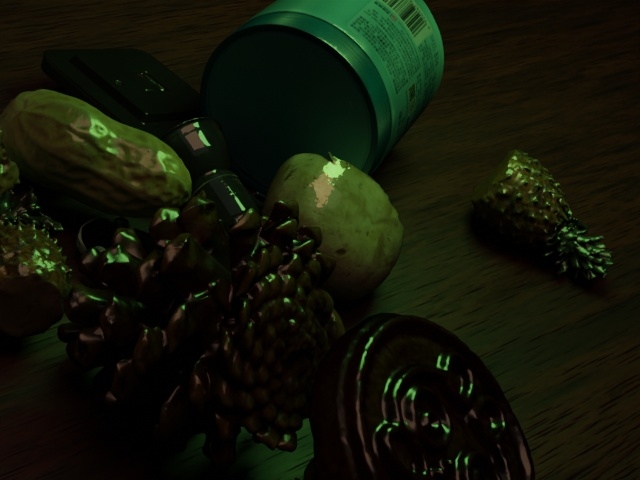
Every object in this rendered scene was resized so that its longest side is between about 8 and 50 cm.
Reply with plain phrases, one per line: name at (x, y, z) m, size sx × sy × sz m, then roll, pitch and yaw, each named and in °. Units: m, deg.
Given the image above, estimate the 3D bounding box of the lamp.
lamp at (-0.162, -0.070, 1.910) m, size 0.172 × 0.147 × 0.227 m, roll -8°, pitch 56°, yaw -49°

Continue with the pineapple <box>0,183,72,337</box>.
pineapple at (-0.451, 0.007, 1.680) m, size 0.170 × 0.141 × 0.310 m, roll -19°, pitch 39°, yaw -9°

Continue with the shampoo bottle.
shampoo bottle at (0.015, -0.281, 2.063) m, size 0.331 × 0.331 × 0.342 m, roll 31°, pitch 39°, yaw 9°

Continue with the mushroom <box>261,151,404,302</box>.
mushroom at (0.000, 0.000, 1.866) m, size 0.253 × 0.195 × 0.189 m, roll 46°, pitch 53°, yaw -29°

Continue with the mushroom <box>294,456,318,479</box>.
mushroom at (0.021, 0.345, 1.572) m, size 0.127 × 0.087 × 0.127 m, roll 27°, pitch 44°, yaw -30°

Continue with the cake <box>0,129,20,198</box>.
cake at (-0.621, -0.134, 1.609) m, size 0.290 × 0.255 × 0.282 m, roll 3°, pitch 33°, yaw 26°

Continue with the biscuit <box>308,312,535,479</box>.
biscuit at (0.154, 0.283, 1.553) m, size 0.407 × 0.091 × 0.407 m, roll 31°, pitch 43°, yaw -34°

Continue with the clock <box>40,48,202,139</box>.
clock at (-0.310, -0.257, 2.051) m, size 0.279 × 0.049 × 0.273 m, roll 39°, pitch 27°, yaw 21°

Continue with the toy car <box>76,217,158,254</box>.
toy car at (-0.274, 0.027, 1.793) m, size 0.205 × 0.056 × 0.095 m, roll 21°, pitch 39°, yaw 3°

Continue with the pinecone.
pinecone at (-0.173, 0.105, 1.550) m, size 0.384 × 0.384 × 0.384 m, roll 13°, pitch 40°, yaw -12°

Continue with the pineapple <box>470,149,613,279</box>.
pineapple at (0.415, -0.034, 2.131) m, size 0.279 × 0.158 × 0.158 m, roll 37°, pitch 40°, yaw -3°

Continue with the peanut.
peanut at (-0.343, -0.127, 1.791) m, size 0.313 × 0.152 × 0.152 m, roll 27°, pitch 39°, yaw -5°
